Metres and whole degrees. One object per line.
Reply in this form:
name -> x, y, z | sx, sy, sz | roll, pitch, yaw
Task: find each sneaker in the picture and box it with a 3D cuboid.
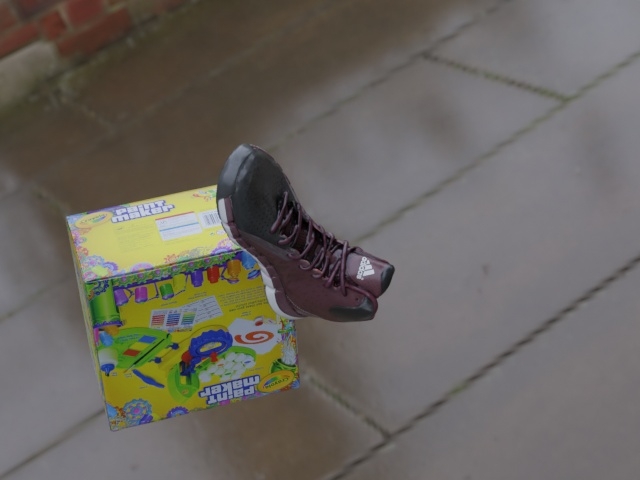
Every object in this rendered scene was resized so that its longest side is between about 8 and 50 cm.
sneaker -> 0.000, 0.000, 1.765 | 0.162, 0.281, 0.106 | 12, 61, 28

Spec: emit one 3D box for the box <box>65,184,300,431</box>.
box -> -0.197, 0.093, 2.322 | 0.290, 0.279, 0.177 | -12, 36, -12
